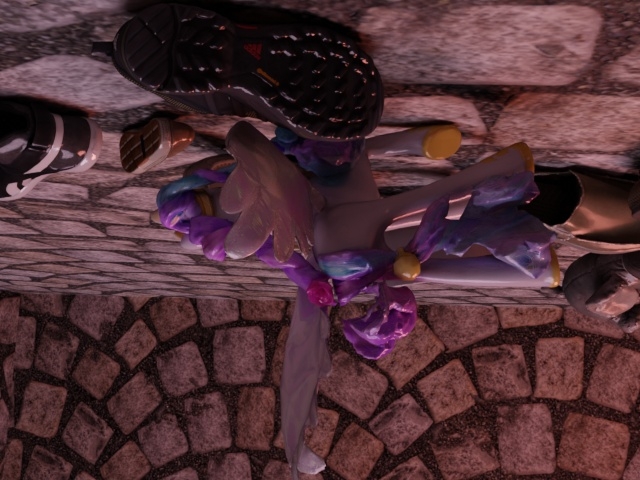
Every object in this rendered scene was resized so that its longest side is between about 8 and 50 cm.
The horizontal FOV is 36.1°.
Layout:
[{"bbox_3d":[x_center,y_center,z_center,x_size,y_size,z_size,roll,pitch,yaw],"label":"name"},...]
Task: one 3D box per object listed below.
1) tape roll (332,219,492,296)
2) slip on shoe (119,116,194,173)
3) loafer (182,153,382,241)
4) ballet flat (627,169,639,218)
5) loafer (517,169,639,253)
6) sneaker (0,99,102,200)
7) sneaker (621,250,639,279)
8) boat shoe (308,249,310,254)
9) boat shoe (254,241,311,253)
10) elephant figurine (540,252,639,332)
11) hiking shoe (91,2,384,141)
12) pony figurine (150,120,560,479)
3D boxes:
[{"bbox_3d":[0.121,0.024,1.301,0.219,0.072,0.219,-10,176,-1],"label":"tape roll"},{"bbox_3d":[-0.181,-0.104,1.069,0.041,0.051,0.135,-6,172,-32],"label":"slip on shoe"},{"bbox_3d":[-0.037,-0.052,1.190,0.111,0.112,0.319,-9,174,35],"label":"loafer"},{"bbox_3d":[0.392,-0.077,1.044,0.084,0.058,0.250,0,168,-4],"label":"ballet flat"},{"bbox_3d":[0.311,-0.035,1.184,0.251,0.094,0.087,4,176,-2],"label":"loafer"},{"bbox_3d":[-0.346,-0.104,1.055,0.217,0.079,0.121,-14,160,38],"label":"sneaker"},{"bbox_3d":[0.551,-0.004,1.390,0.267,0.101,0.106,-13,153,34],"label":"sneaker"},{"bbox_3d":[0.000,0.000,1.690,0.060,0.064,0.178,12,164,-4],"label":"boat shoe"},{"bbox_3d":[-0.097,-0.015,1.526,0.069,0.081,0.228,-8,170,35],"label":"boat shoe"},{"bbox_3d":[0.487,0.044,1.594,0.169,0.186,0.239,45,173,20],"label":"elephant figurine"},{"bbox_3d":[-0.056,-0.133,0.760,0.227,0.086,0.114,13,-176,-33],"label":"hiking shoe"},{"bbox_3d":[0.022,0.002,0.906,0.363,0.303,0.351,-9,-155,-5],"label":"pony figurine"}]
